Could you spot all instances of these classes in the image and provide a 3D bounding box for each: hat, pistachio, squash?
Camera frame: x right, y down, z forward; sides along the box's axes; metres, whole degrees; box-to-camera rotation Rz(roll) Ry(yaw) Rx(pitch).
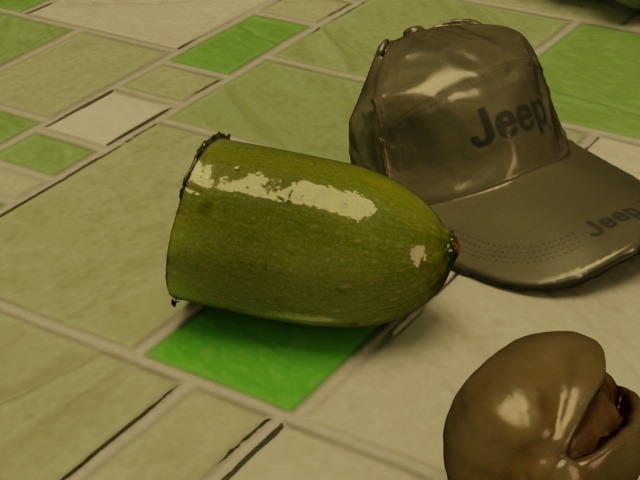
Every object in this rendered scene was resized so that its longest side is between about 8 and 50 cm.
[{"bbox_3d":[0.151,-0.079,0.989,0.214,0.149,0.244,-26,27,-34],"label":"hat"},{"bbox_3d":[0.119,0.107,0.705,0.113,0.113,0.149,10,18,20],"label":"pistachio"},{"bbox_3d":[0.000,0.000,0.876,0.186,0.123,0.123,10,32,14],"label":"squash"}]

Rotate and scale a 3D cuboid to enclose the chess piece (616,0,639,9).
[{"bbox_3d":[0.350,-0.290,1.311,0.182,0.182,0.330,-24,31,-32],"label":"chess piece"}]
